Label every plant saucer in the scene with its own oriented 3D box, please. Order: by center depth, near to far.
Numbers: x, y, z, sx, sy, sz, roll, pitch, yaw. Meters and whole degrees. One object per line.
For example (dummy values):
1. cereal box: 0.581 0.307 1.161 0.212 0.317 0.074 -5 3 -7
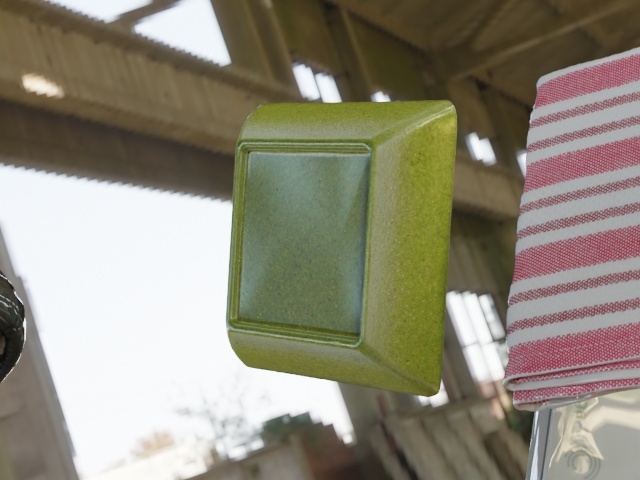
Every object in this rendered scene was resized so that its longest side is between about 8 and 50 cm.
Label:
1. plant saucer: 0.000 0.000 1.009 0.045 0.188 0.188 3 0 -45

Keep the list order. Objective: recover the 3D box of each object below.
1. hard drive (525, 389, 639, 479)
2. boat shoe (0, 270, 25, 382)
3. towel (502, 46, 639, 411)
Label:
1. hard drive: 0.284 0.085 0.899 0.307 0.203 0.040 10 -8 -6
2. boat shoe: -0.247 0.080 0.541 0.302 0.091 0.114 -36 -41 -11
3. towel: 0.160 -0.016 0.704 0.144 0.197 0.029 -11 -40 30
